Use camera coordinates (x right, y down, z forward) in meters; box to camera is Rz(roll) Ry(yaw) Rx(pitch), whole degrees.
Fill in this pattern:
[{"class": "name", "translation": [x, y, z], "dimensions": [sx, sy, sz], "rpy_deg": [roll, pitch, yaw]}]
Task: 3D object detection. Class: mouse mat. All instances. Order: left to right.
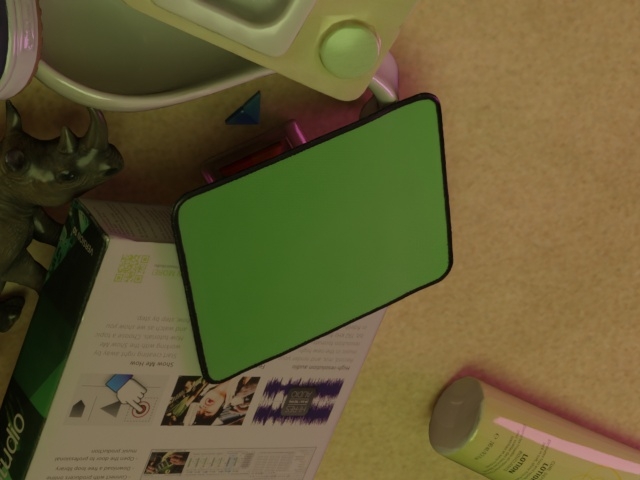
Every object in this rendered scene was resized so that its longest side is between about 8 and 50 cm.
[{"class": "mouse mat", "translation": [0.000, 0.000, 1.110], "dimensions": [0.190, 0.007, 0.152], "rpy_deg": [-25, 132, -21]}]

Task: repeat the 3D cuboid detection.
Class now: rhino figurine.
[{"class": "rhino figurine", "translation": [-0.202, -0.003, 1.115], "dimensions": [0.106, 0.073, 0.243], "rpy_deg": [25, 128, -24]}]

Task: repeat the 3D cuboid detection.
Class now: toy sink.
[{"class": "toy sink", "translation": [-0.021, -0.175, 0.966], "dimensions": [0.153, 0.234, 0.131], "rpy_deg": [21, 115, -22]}]

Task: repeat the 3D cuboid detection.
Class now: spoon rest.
[{"class": "spoon rest", "translation": [-0.063, -0.117, 1.068], "dimensions": [0.276, 0.137, 0.084], "rpy_deg": [15, 142, -27]}]

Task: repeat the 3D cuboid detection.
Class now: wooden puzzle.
[{"class": "wooden puzzle", "translation": [-0.033, -0.038, 1.179], "dimensions": [0.079, 0.014, 0.116], "rpy_deg": [-33, 121, 10]}]

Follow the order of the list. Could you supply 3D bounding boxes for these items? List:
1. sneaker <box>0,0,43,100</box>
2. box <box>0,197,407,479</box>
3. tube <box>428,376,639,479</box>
[{"class": "sneaker", "translation": [-0.236, -0.198, 0.912], "dimensions": [0.099, 0.153, 0.282], "rpy_deg": [-8, 100, 31]}, {"class": "box", "translation": [-0.100, 0.128, 1.176], "dimensions": [0.232, 0.058, 0.322], "rpy_deg": [5, 116, -37]}, {"class": "tube", "translation": [0.189, 0.171, 1.324], "dimensions": [0.240, 0.062, 0.070], "rpy_deg": [28, 154, -29]}]
